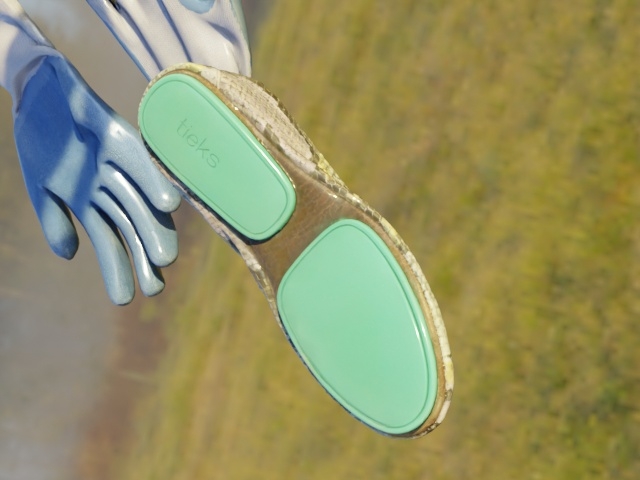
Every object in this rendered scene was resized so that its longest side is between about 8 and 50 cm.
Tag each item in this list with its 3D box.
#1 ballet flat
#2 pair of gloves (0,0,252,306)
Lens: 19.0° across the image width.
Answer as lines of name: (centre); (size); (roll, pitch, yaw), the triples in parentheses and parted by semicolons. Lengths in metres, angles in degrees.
ballet flat: (0.000, 0.000, 0.480); (0.041, 0.114, 0.041); (-35, -16, -12)
pair of gloves: (-0.084, -0.063, 0.800); (0.023, 0.159, 0.198); (-31, -2, -41)
